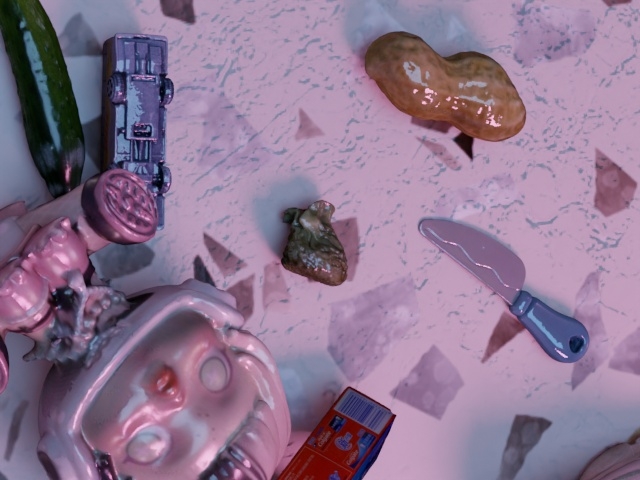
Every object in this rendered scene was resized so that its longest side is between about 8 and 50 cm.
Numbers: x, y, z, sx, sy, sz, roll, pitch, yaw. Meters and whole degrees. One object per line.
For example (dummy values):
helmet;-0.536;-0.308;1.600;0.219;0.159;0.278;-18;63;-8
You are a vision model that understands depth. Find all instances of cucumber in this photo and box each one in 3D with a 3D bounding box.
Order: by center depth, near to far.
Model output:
cucumber;-0.265;-0.139;1.681;0.056;0.056;0.250;-16;99;-21

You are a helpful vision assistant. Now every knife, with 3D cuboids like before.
knife;0.205;0.046;1.911;0.244;0.032;0.058;43;80;-15

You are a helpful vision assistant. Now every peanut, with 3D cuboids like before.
peanut;0.133;-0.163;1.832;0.193;0.089;0.089;17;87;-24

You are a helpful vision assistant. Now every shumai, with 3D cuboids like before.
shumai;0.000;0.000;1.794;0.083;0.082;0.080;28;81;-44

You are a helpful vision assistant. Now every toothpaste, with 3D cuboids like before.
toothpaste;-0.023;0.266;1.700;0.066;0.076;0.320;29;38;11

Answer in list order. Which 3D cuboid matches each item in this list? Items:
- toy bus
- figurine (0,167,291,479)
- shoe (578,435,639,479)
toy bus;-0.184;-0.105;1.704;0.064;0.075;0.190;1;92;-25
figurine;-0.180;0.115;1.646;0.253;0.211;0.361;-43;107;-2
shoe;0.346;0.336;1.894;0.351;0.198;0.172;-19;102;-20
